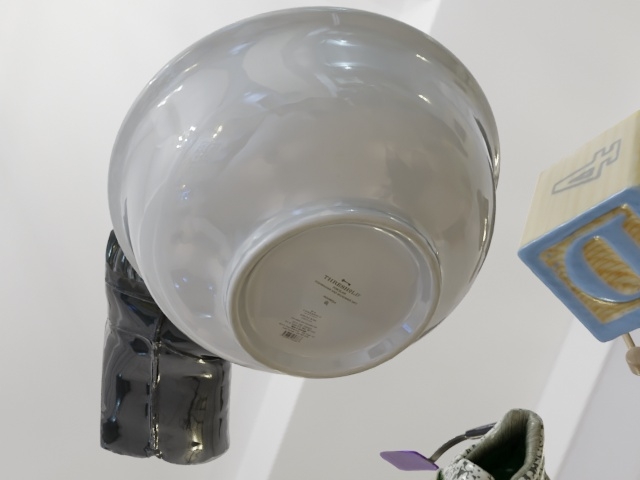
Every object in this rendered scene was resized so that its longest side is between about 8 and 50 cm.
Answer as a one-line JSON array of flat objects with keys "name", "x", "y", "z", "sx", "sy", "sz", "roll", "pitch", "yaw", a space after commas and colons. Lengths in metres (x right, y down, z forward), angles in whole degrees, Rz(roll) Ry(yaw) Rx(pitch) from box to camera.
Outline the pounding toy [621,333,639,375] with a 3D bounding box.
[{"name": "pounding toy", "x": 0.502, "y": 0.094, "z": 1.237, "sx": 0.206, "sy": 0.181, "sz": 0.094, "roll": -57, "pitch": -43, "yaw": -18}]

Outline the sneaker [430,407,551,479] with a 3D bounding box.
[{"name": "sneaker", "x": 0.126, "y": 0.313, "z": 0.882, "sx": 0.410, "sy": 0.158, "sz": 0.182, "roll": -37, "pitch": -45, "yaw": -44}]

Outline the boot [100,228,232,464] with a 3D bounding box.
[{"name": "boot", "x": -0.140, "y": 0.197, "z": 1.195, "sx": 0.366, "sy": 0.146, "sz": 0.445, "roll": 20, "pitch": -47, "yaw": 4}]

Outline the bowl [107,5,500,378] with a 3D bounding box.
[{"name": "bowl", "x": 0.000, "y": 0.000, "z": 0.589, "sx": 0.297, "sy": 0.134, "sz": 0.298, "roll": -5, "pitch": -52, "yaw": -7}]

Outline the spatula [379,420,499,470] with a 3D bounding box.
[{"name": "spatula", "x": 0.225, "y": 0.336, "z": 1.386, "sx": 0.296, "sy": 0.030, "sz": 0.084, "roll": -30, "pitch": -53, "yaw": 32}]

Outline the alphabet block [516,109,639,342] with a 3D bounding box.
[{"name": "alphabet block", "x": 0.404, "y": -0.019, "z": 1.119, "sx": 0.192, "sy": 0.193, "sz": 0.197, "roll": 46, "pitch": -139, "yaw": -12}]
